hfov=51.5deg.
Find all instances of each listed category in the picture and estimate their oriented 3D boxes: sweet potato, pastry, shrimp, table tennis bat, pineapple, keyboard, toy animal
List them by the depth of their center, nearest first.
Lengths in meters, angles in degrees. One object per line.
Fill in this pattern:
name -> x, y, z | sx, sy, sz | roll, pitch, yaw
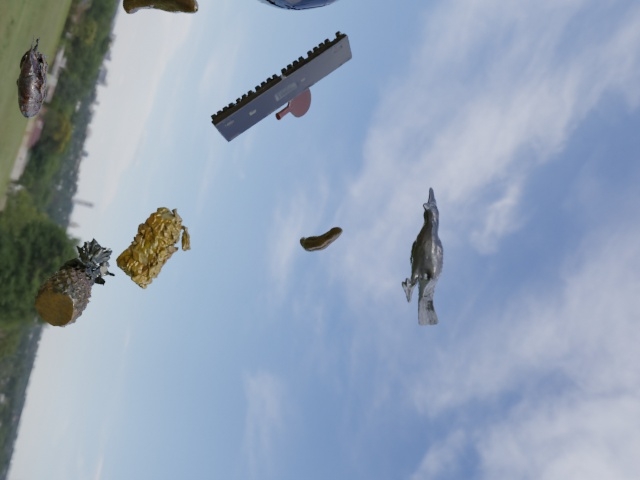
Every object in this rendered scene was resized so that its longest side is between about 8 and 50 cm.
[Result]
keyboard -> -0.077, -0.310, 1.334 | 0.317, 0.106, 0.027 | -33, -107, 0
pineapple -> -0.556, 0.088, 1.535 | 0.125, 0.125, 0.251 | -57, -169, 32
shrimp -> -0.669, -0.381, 1.545 | 0.073, 0.074, 0.190 | -145, -124, -86
toy animal -> 0.248, 0.076, 1.567 | 0.206, 0.081, 0.367 | -44, 135, -63
sweet potato -> -0.438, -0.694, 1.889 | 0.341, 0.092, 0.114 | 17, -106, 38
table tennis bat -> -0.075, -0.393, 1.918 | 0.019, 0.098, 0.154 | 19, -133, 35
pastry -> -0.487, 0.016, 1.975 | 0.250, 0.154, 0.102 | -53, 175, -5
sweet potato -> 0.001, 0.002, 1.977 | 0.182, 0.054, 0.053 | -18, -82, 43

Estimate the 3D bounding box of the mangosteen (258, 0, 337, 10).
mangosteen -> -0.022, -0.502, 0.965 | 0.330, 0.330, 0.330 | -45, -145, 46
